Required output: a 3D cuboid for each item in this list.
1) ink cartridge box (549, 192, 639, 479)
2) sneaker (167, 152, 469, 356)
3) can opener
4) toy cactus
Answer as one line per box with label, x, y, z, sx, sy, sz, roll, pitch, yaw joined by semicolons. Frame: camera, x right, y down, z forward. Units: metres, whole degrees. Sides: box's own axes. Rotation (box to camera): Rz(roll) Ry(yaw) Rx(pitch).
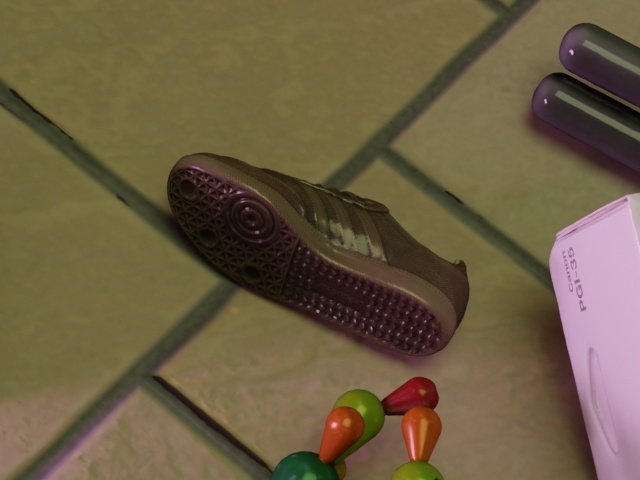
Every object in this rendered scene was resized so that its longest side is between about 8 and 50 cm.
ink cartridge box;0.296;0.063;1.086;0.283;0.117;0.207;-9;80;-16
sneaker;0.000;0.000;1.134;0.188;0.066;0.071;32;38;1
can opener;0.276;-0.052;1.241;0.283;0.076;0.095;29;23;5
toy cactus;-0.007;0.171;1.003;0.181;0.112;0.219;-4;60;4
